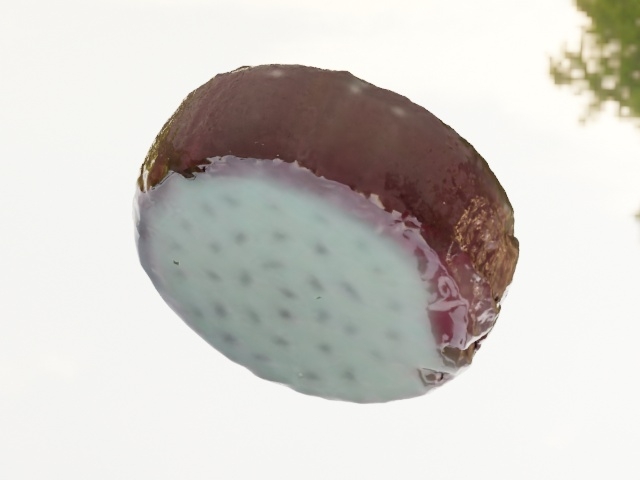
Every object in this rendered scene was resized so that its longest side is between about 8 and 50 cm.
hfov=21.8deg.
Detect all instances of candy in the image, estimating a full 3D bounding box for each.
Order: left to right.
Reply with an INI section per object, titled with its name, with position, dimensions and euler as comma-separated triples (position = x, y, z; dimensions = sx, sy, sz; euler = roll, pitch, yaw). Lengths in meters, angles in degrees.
[candy]
position = 0.000, 0.000, 0.435
dimensions = 0.103, 0.103, 0.043
euler = 9, -130, 26
